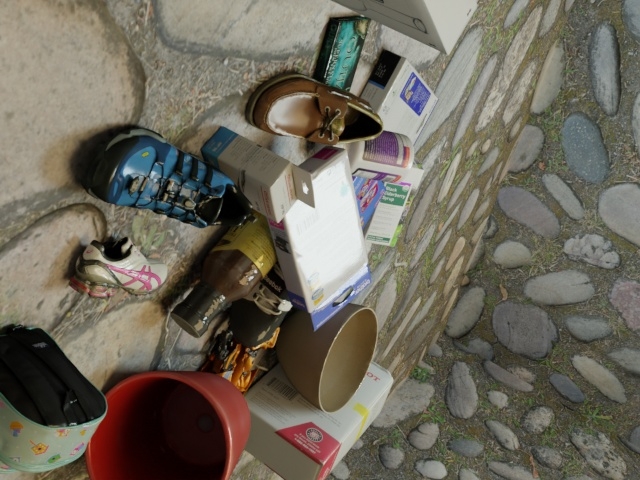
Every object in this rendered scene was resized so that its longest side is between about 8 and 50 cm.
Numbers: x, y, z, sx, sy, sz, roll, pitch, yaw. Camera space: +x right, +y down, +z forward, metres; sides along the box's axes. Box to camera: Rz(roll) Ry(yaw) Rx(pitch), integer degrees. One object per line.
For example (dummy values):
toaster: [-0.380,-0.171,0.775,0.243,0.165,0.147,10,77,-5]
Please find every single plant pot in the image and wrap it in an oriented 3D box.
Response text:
plant pot: [-0.256,0.362,1.328,0.275,0.275,0.243,-62,169,4]
plant pot: [-0.003,0.275,1.831,0.284,0.191,0.284,-39,139,-44]

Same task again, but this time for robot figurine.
robot figurine: [-0.188,0.273,1.582,0.291,0.085,0.211,-61,160,3]

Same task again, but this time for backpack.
backpack: [-0.379,0.214,0.914,0.144,0.188,0.166,-63,160,7]

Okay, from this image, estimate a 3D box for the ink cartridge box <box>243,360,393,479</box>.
ink cartridge box: [-0.017,0.454,1.938,0.384,0.279,0.160,-36,150,-47]

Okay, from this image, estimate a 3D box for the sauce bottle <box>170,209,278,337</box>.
sauce bottle: [-0.142,0.029,1.326,0.344,0.111,0.111,-51,158,-25]

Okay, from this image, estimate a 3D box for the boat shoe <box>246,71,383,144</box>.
boat shoe: [0.004,-0.230,1.283,0.307,0.104,0.111,-13,130,-49]

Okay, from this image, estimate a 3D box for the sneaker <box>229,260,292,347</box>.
sneaker: [-0.080,0.066,1.445,0.330,0.122,0.146,-61,-172,-7]

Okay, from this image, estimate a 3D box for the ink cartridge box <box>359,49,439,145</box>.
ink cartridge box: [0.185,-0.320,1.691,0.165,0.065,0.332,-62,158,5]

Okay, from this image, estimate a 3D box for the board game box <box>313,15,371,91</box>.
board game box: [0.034,-0.337,1.370,0.126,0.026,0.186,-29,143,-53]

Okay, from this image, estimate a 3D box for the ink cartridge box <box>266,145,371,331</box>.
ink cartridge box: [0.000,0.000,1.348,0.186,0.065,0.311,-39,129,-33]

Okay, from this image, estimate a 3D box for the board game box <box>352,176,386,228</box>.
board game box: [0.017,-0.029,1.663,0.347,0.078,0.233,-58,159,-6]

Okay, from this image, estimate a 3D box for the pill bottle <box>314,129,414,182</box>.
pill bottle: [0.090,-0.186,1.488,0.193,0.108,0.108,7,116,-30]

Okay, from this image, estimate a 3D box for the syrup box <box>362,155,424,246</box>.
syrup box: [0.177,-0.111,1.853,0.096,0.093,0.237,-109,-148,-55]

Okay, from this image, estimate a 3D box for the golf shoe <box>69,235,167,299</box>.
golf shoe: [-0.286,0.037,1.066,0.186,0.067,0.086,-2,118,-66]

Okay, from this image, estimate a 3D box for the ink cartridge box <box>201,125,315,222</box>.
ink cartridge box: [-0.100,-0.099,1.157,0.060,0.180,0.104,-51,157,-23]

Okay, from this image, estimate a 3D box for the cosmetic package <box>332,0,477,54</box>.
cosmetic package: [0.040,-0.403,0.932,0.097,0.284,0.377,-62,159,3]

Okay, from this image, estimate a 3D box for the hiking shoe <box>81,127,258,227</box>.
hiking shoe: [-0.201,-0.081,1.014,0.113,0.132,0.304,-64,159,11]
